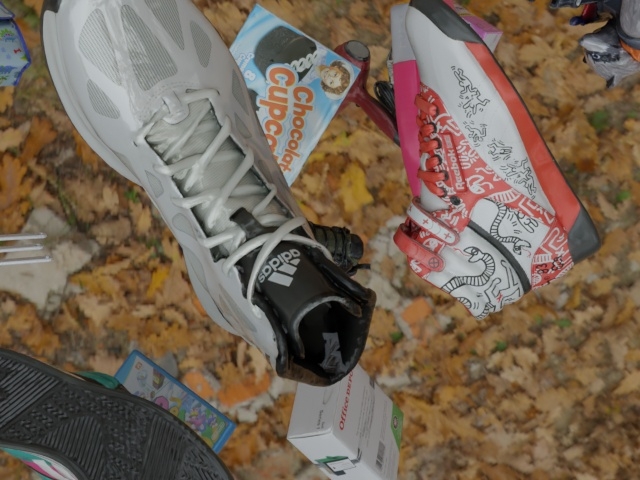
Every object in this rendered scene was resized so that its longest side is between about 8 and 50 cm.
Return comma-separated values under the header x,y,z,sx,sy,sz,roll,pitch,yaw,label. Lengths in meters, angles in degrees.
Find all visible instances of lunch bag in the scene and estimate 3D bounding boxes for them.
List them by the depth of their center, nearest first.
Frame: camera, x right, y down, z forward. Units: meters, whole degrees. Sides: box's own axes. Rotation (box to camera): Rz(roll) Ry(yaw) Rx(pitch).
x,y,z,sx,sy,sz,roll,pitch,yaw,label
-0.562,-0.331,1.521,0.129,0.151,0.096,-11,161,-43,lunch bag

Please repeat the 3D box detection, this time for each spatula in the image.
x,y,z,sx,sy,sz,roll,pitch,yaw,label
-0.578,0.023,1.570,0.242,0.168,0.019,-3,110,-21,spatula

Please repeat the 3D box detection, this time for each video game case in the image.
x,y,z,sx,sy,sz,roll,pitch,yaw,label
-0.185,0.208,1.028,0.119,0.166,0.015,-55,147,-9,video game case

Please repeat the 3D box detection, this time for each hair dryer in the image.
x,y,z,sx,sy,sz,roll,pitch,yaw,label
0.077,-0.248,1.678,0.080,0.293,0.223,-15,101,-40,hair dryer

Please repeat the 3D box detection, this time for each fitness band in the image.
x,y,z,sx,sy,sz,roll,pitch,yaw,label
0.137,-0.156,1.065,0.054,0.291,0.209,-8,160,20,fitness band

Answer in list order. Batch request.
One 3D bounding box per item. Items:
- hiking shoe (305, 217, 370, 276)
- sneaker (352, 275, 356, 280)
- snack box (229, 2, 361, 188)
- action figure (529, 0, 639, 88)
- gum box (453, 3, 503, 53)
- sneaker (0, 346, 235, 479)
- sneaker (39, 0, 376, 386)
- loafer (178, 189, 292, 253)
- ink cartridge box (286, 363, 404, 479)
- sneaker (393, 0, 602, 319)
x,y,z,sx,sy,sz,roll,pitch,yaw,label
0.000,0.000,1.318,0.114,0.086,0.227,-12,159,13,hiking shoe
0.031,0.053,1.744,0.051,0.070,0.134,-12,103,12,sneaker
-0.101,-0.171,1.422,0.187,0.060,0.322,30,95,-10,snack box
0.365,-0.304,1.013,0.341,0.178,0.330,-24,149,-33,action figure
0.231,-0.314,1.671,0.062,0.107,0.188,-17,138,-49,gum box
-0.200,0.203,0.898,0.295,0.178,0.124,25,78,13,sneaker
-0.067,-0.048,0.834,0.169,0.257,0.447,-37,124,-15,sneaker
-0.165,-0.027,1.741,0.095,0.302,0.109,-19,100,40,loafer
0.047,0.310,1.564,0.092,0.160,0.219,-15,133,29,ink cartridge box
0.107,-0.055,0.757,0.145,0.090,0.270,-35,113,6,sneaker
